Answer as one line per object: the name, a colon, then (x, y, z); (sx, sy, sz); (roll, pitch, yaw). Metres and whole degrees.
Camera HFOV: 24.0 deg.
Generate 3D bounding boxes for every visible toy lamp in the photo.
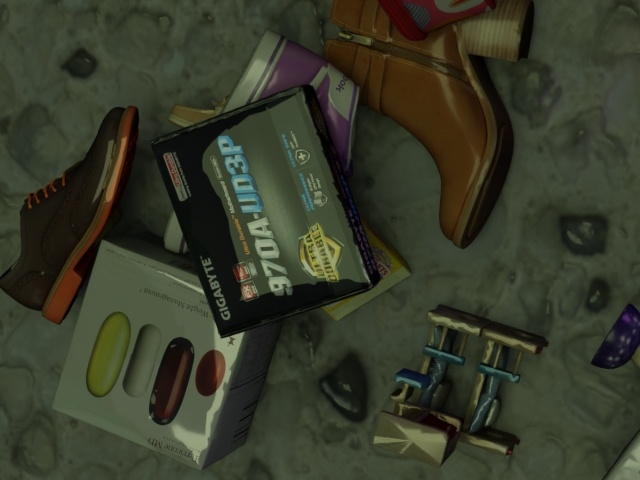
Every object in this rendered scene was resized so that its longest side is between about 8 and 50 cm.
toy lamp: (0.393, 0.158, 1.423); (0.275, 0.080, 0.080); (32, 102, 12)

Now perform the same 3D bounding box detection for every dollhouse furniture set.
dollhouse furniture set: (0.152, 0.158, 1.593); (0.129, 0.184, 0.129); (17, 99, 14)

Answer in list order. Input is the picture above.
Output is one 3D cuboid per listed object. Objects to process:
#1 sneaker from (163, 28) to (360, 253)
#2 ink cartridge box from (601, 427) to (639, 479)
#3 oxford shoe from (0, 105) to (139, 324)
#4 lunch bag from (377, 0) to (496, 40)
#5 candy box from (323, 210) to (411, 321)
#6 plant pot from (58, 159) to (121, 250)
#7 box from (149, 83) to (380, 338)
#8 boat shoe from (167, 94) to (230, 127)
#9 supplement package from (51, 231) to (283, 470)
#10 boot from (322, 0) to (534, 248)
sneaker: (-0.056, -0.073, 1.634); (0.161, 0.102, 0.282); (28, 118, -9)
ink cartridge box: (0.447, 0.156, 1.476); (0.176, 0.069, 0.371); (36, 109, 11)
oxford shoe: (-0.280, -0.037, 1.667); (0.098, 0.097, 0.271); (25, 107, -5)
lunch bag: (0.069, -0.370, 1.496); (0.120, 0.258, 0.293); (-21, 60, 16)
candy box: (0.000, 0.000, 1.639); (0.105, 0.027, 0.206); (-34, 127, 14)
plant pot: (-0.281, -0.032, 1.757); (0.083, 0.081, 0.081); (39, 104, -4)
box: (-0.056, -0.030, 1.548); (0.175, 0.051, 0.220); (-18, 94, 15)
boat shoe: (-0.086, -0.140, 1.702); (0.170, 0.063, 0.059); (11, 95, 5)
supplement package: (-0.164, 0.119, 1.698); (0.194, 0.149, 0.203); (19, 99, 13)
boot: (0.098, -0.146, 1.624); (0.220, 0.109, 0.283); (11, 102, 18)
